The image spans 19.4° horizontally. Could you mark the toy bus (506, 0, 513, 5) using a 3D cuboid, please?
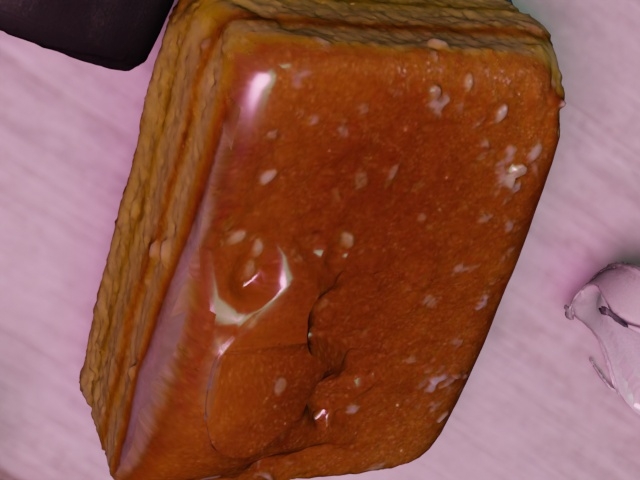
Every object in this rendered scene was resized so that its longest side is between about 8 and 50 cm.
[{"bbox_3d":[0.047,-0.156,0.913,0.065,0.047,0.166,-26,109,-3],"label":"toy bus"}]

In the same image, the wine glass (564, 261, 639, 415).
[{"bbox_3d":[0.251,0.034,0.958,0.196,0.165,0.165,-36,110,-8],"label":"wine glass"}]

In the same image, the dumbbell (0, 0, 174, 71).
[{"bbox_3d":[-0.204,-0.032,0.799,0.204,0.204,0.322,22,97,-18],"label":"dumbbell"}]

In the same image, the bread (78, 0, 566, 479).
[{"bbox_3d":[0.000,0.000,0.865,0.184,0.110,0.234,-1,121,-29],"label":"bread"}]
